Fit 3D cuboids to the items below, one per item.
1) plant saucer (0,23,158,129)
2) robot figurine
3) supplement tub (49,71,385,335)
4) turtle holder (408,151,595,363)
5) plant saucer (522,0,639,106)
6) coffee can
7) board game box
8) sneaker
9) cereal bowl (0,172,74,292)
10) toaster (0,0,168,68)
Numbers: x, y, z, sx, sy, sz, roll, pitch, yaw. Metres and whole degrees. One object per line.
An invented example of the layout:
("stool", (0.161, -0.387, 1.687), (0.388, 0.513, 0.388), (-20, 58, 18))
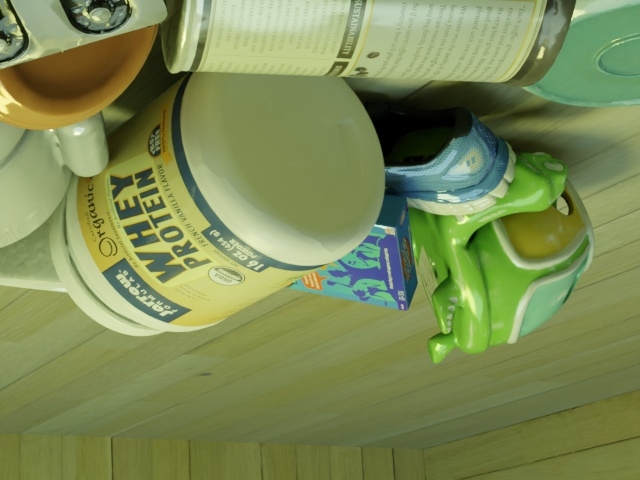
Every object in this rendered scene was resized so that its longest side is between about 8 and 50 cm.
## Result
("plant saucer", (-0.209, -0.180, 1.117), (0.200, 0.200, 0.037), (17, -167, -48))
("robot figurine", (-0.342, -0.112, 1.265), (0.299, 0.200, 0.353), (3, 162, 2))
("supplement tub", (-0.113, -0.040, 1.372), (0.228, 0.228, 0.316), (10, 153, -37))
("turtle holder", (0.214, -0.013, 1.714), (0.227, 0.243, 0.320), (-17, 128, -7))
("plant saucer", (0.326, -0.203, 1.382), (0.317, 0.044, 0.317), (-3, 162, -1))
("coffee can", (0.028, -0.218, 1.005), (0.275, 0.202, 0.201), (0, 162, -13))
("board game box", (0.000, 0.000, 1.563), (0.210, 0.047, 0.160), (10, 145, 18))
("sneaker", (0.048, -0.099, 1.564), (0.330, 0.130, 0.147), (-10, 143, 25))
("cereal bowl", (-0.263, -0.005, 1.661), (0.339, 0.141, 0.339), (5, 175, 1))
("toaster", (-0.206, -0.225, 0.965), (0.168, 0.186, 0.110), (-15, 146, 2))
